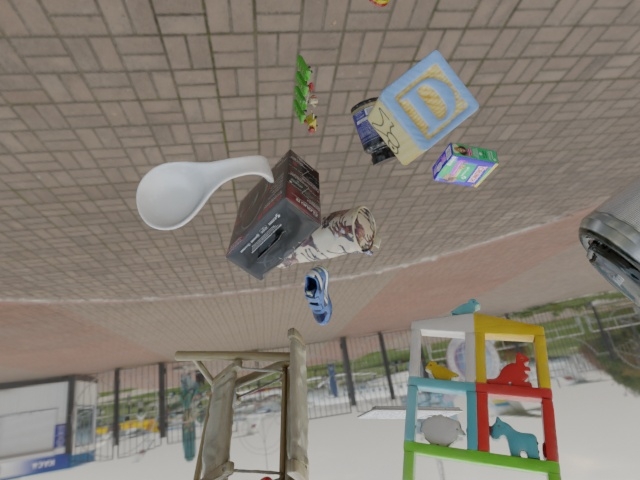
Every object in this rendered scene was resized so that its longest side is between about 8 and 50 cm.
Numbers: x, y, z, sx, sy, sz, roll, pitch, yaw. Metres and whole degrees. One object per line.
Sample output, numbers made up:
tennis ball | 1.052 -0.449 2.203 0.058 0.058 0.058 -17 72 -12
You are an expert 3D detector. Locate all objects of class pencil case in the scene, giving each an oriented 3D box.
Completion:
pencil case | 0.000 0.000 1.463 0.410 0.159 0.183 -12 129 34

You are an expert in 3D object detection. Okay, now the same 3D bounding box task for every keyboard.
keyboard | 0.208 0.397 0.941 0.256 0.014 0.072 12 135 -25

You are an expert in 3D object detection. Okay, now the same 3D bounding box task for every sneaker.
sneaker | -0.010 0.132 0.963 0.053 0.144 0.059 -2 -171 35

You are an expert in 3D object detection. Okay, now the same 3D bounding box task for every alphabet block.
alphabet block | 0.266 -0.345 1.110 0.193 0.192 0.197 -37 -178 -3

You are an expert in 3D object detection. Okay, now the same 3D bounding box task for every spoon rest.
spoon rest | -0.236 -0.111 0.818 0.277 0.137 0.084 -19 170 0

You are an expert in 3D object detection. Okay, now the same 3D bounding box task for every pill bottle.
pill bottle | 0.197 -0.384 1.462 0.123 0.219 0.123 -19 180 0

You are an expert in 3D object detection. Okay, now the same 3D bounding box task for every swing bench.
swing bench | -0.134 0.324 0.731 0.255 0.253 0.165 -12 129 7

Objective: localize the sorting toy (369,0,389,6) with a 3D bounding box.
sorting toy | 0.098 -0.586 0.813 0.132 0.274 0.046 18 163 -10

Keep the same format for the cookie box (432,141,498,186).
cookie box | 0.316 -0.164 0.904 0.107 0.040 0.092 7 151 -9

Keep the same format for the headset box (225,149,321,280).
headset box | -0.109 -0.061 1.001 0.110 0.293 0.218 37 117 -24

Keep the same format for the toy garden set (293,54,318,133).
toy garden set | -0.048 -0.574 1.650 0.049 0.203 0.244 -13 148 -17

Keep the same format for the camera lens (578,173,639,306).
camera lens | 0.586 -0.026 0.645 0.274 0.219 0.219 -43 149 13

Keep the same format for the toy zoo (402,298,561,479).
toy zoo | 0.221 0.217 0.585 0.192 0.293 0.030 -1 145 21

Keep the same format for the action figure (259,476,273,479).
action figure | -0.065 0.655 0.979 0.281 0.139 0.091 14 122 2
